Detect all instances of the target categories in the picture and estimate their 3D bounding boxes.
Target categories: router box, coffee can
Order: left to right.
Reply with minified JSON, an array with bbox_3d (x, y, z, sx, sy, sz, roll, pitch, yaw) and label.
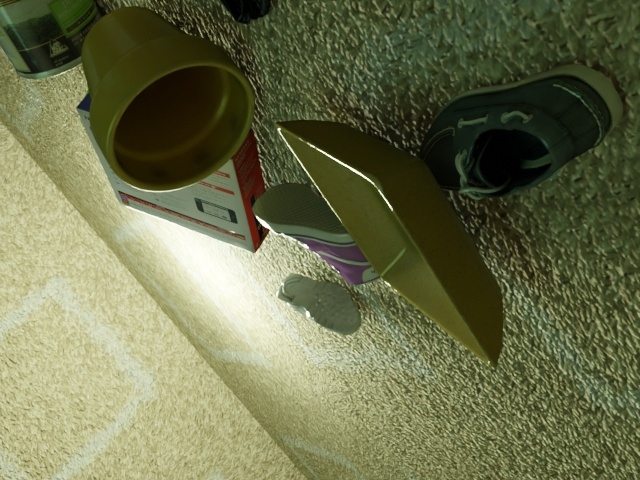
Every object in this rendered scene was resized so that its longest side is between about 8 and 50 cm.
[{"bbox_3d":[-0.532,-0.462,1.454,0.201,0.201,0.275,27,151,41],"label":"coffee can"},{"bbox_3d":[-0.272,-0.136,1.559,0.335,0.082,0.301,20,150,16],"label":"router box"}]

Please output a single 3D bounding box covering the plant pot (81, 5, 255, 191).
[{"bbox_3d":[-0.271,-0.250,1.308,0.239,0.254,0.254,53,164,31],"label":"plant pot"}]

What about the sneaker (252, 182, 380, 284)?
[{"bbox_3d":[0.000,0.001,1.403,0.282,0.102,0.161,24,152,45],"label":"sneaker"}]

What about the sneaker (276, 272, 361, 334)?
[{"bbox_3d":[0.012,0.139,1.656,0.235,0.090,0.095,27,164,48],"label":"sneaker"}]

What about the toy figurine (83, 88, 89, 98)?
[{"bbox_3d":[-0.378,-0.265,1.658,0.159,0.130,0.173,36,179,2],"label":"toy figurine"}]

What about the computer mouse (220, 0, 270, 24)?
[{"bbox_3d":[-0.136,-0.388,1.040,0.184,0.060,0.262,44,158,10],"label":"computer mouse"}]

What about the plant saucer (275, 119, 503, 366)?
[{"bbox_3d":[0.107,-0.024,1.089,0.333,0.081,0.332,54,173,-29],"label":"plant saucer"}]

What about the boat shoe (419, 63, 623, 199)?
[{"bbox_3d":[0.184,-0.101,0.883,0.116,0.099,0.319,50,159,-11],"label":"boat shoe"}]
